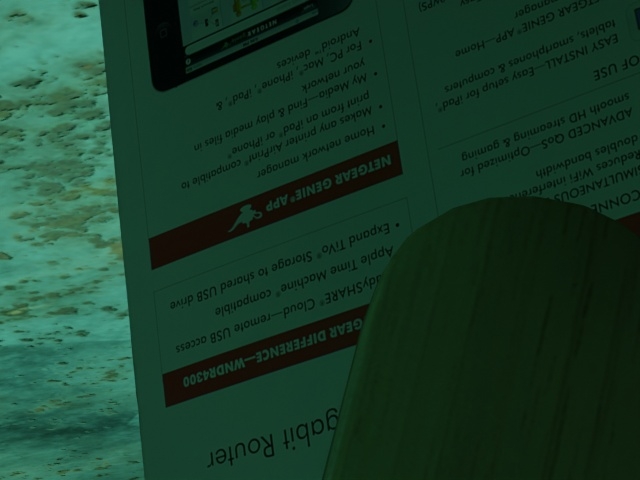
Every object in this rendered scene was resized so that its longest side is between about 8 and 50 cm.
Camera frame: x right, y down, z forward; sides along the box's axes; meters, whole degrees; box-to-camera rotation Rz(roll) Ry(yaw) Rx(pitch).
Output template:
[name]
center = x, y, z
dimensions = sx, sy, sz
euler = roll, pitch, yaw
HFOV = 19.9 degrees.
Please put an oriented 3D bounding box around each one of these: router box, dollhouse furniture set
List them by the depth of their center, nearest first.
[dollhouse furniture set]
center = 0.162, 0.113, 0.510
dimensions = 0.394, 0.257, 0.362
euler = 16, 157, -2
[router box]
center = 0.078, -0.076, 0.614
dimensions = 0.335, 0.301, 0.082
euler = -19, 157, 30
